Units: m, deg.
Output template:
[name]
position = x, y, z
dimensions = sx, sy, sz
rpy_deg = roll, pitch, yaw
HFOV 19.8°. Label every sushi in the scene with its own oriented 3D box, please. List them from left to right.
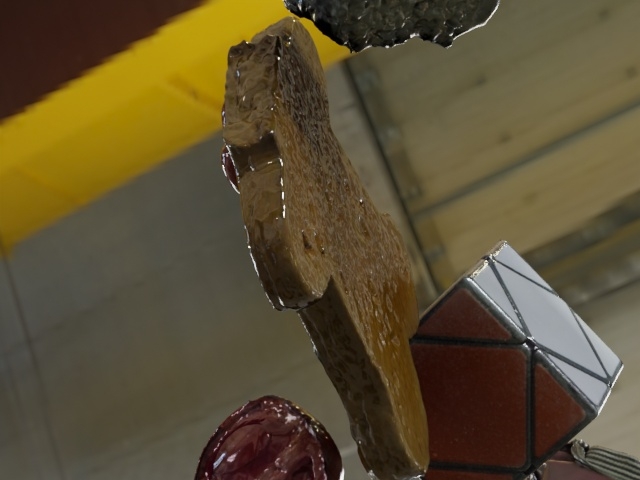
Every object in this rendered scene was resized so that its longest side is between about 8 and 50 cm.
[sushi]
position = 0.068, -0.257, 1.670
dimensions = 0.212, 0.115, 0.147
rpy_deg = -14, -49, -33

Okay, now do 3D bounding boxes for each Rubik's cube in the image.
[Rubik's cube]
position = 0.183, 0.153, 2.013
dimensions = 0.205, 0.207, 0.205
rpy_deg = -47, -6, 20

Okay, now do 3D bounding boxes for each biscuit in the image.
[biscuit]
position = 0.000, 0.000, 1.732
dimensions = 0.076, 0.368, 0.394
rpy_deg = -18, -48, 14

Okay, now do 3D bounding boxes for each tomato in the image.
[tomato]
position = -0.036, 0.255, 1.808
dimensions = 0.173, 0.189, 0.099
rpy_deg = -39, -37, 23

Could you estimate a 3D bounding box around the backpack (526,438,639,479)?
[backpack]
position = 0.389, 0.374, 2.173
dimensions = 0.317, 0.283, 0.197
rpy_deg = 8, -57, 10
